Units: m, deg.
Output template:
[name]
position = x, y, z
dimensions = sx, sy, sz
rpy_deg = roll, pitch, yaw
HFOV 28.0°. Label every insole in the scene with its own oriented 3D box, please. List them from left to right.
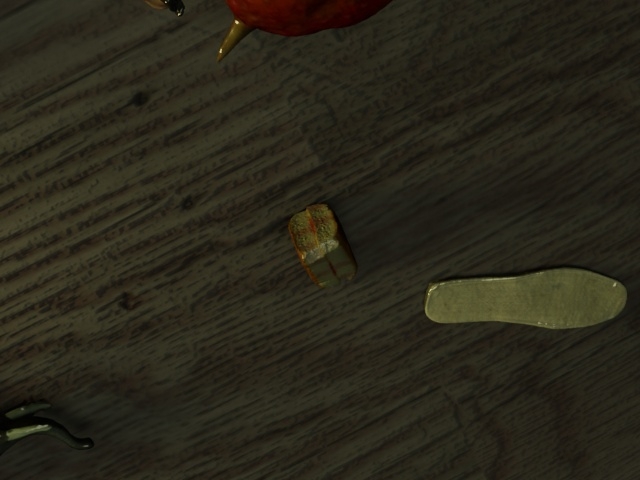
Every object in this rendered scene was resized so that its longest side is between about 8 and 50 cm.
[insole]
position = 0.187, 0.052, 1.158
dimensions = 0.192, 0.010, 0.063
rpy_deg = -1, 116, -12

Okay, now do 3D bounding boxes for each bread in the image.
[bread]
position = 0.000, 0.000, 1.074
dimensions = 0.043, 0.062, 0.109
rpy_deg = -23, 160, 2

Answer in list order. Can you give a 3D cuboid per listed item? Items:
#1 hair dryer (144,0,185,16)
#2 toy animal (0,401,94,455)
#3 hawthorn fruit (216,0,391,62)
[hair dryer]
position = -0.128, -0.206, 0.874
dimensions = 0.117, 0.181, 0.064
rpy_deg = -49, 138, 13
[toy animal]
position = -0.339, 0.168, 1.069
dimensions = 0.270, 0.082, 0.137
rpy_deg = -20, 121, -6
[hawthorn fruit]
position = -0.012, -0.229, 0.879
dimensions = 0.189, 0.189, 0.251
rpy_deg = 23, 103, -21
